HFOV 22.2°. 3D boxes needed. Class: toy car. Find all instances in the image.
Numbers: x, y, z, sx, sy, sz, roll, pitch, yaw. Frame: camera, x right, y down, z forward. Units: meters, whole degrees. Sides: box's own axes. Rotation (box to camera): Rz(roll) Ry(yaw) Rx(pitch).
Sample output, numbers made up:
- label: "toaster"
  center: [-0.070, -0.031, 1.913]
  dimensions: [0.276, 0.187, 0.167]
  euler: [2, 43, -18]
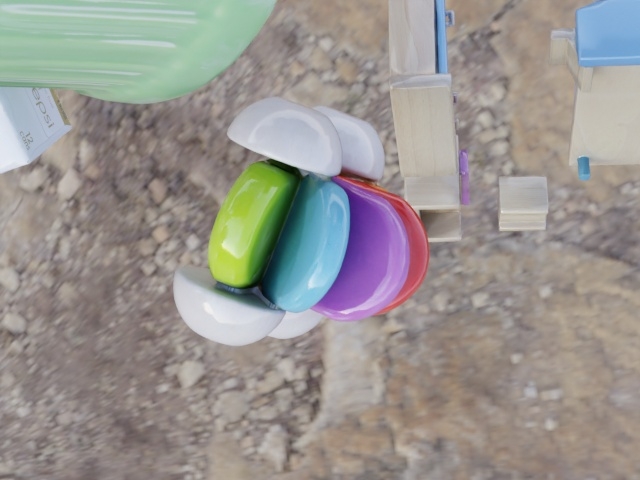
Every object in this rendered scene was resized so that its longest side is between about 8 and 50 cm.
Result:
- label: "toy car"
  center: [0.000, 0.000, 1.061]
  dimensions: [0.136, 0.182, 0.159]
  euler: [25, 99, 20]

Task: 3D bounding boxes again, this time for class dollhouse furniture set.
- label: "dollhouse furniture set"
  center: [0.213, -0.152, 1.342]
  dimensions: [0.303, 0.286, 0.198]
  euler: [-2, 63, 6]

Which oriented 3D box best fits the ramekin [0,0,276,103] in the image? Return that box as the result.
- label: "ramekin"
  center: [-0.147, -0.211, 0.756]
  dimensions: [0.148, 0.303, 0.303]
  euler: [-8, 82, -39]

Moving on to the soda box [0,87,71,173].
- label: "soda box"
  center: [-0.254, -0.053, 0.915]
  dimensions: [0.216, 0.069, 0.074]
  euler: [-17, 106, 20]
